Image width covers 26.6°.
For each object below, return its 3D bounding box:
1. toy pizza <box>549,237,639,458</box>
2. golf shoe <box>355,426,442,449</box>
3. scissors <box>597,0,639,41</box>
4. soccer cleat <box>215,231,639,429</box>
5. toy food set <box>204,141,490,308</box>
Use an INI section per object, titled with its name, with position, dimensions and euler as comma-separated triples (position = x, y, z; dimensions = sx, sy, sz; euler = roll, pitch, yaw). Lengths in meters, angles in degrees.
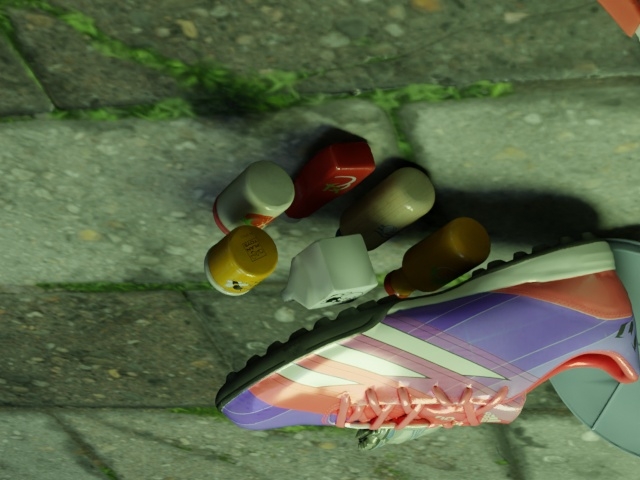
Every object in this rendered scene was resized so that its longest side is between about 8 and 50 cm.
[toy pizza]
position = 0.258, 0.087, 1.074
dimensions = 0.201, 0.032, 0.201
euler = 26, 131, 34
[golf shoe]
position = 0.102, 0.148, 1.286
dimensions = 0.086, 0.069, 0.176
euler = 3, 157, -29
[scissors]
position = 0.215, -0.131, 0.831
dimensions = 0.109, 0.021, 0.297
euler = -19, 137, 35
[soccer cleat]
position = 0.083, 0.094, 0.996
dimensions = 0.318, 0.116, 0.108
euler = -18, 169, -8
[toy food set]
position = 0.000, 0.000, 0.997
dimensions = 0.232, 0.111, 0.104
euler = -8, 162, -37
